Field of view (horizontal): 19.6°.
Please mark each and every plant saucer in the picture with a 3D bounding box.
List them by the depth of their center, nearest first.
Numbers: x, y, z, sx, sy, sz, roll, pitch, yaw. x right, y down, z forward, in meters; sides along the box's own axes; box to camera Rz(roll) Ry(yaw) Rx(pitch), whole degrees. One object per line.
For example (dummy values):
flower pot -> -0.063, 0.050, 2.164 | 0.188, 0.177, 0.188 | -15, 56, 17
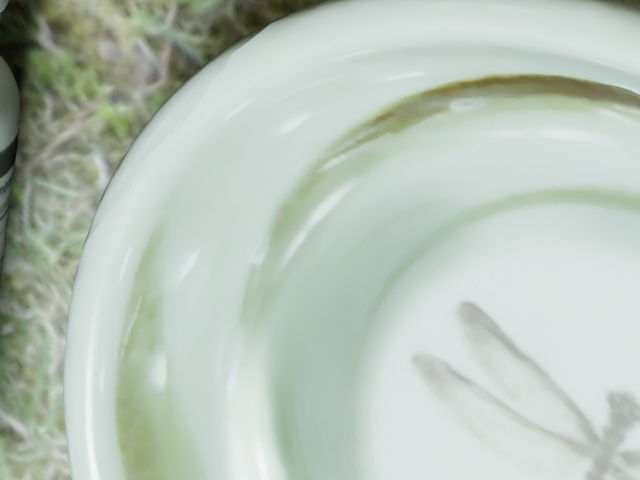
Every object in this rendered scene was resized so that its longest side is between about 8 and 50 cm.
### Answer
plant saucer -> 0.089, 0.096, 0.661 | 0.400, 0.100, 0.400 | 14, 115, 31

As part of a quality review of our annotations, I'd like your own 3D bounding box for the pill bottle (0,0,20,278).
pill bottle -> -0.208, -0.006, 0.751 | 0.161, 0.161, 0.283 | 13, 112, 7
